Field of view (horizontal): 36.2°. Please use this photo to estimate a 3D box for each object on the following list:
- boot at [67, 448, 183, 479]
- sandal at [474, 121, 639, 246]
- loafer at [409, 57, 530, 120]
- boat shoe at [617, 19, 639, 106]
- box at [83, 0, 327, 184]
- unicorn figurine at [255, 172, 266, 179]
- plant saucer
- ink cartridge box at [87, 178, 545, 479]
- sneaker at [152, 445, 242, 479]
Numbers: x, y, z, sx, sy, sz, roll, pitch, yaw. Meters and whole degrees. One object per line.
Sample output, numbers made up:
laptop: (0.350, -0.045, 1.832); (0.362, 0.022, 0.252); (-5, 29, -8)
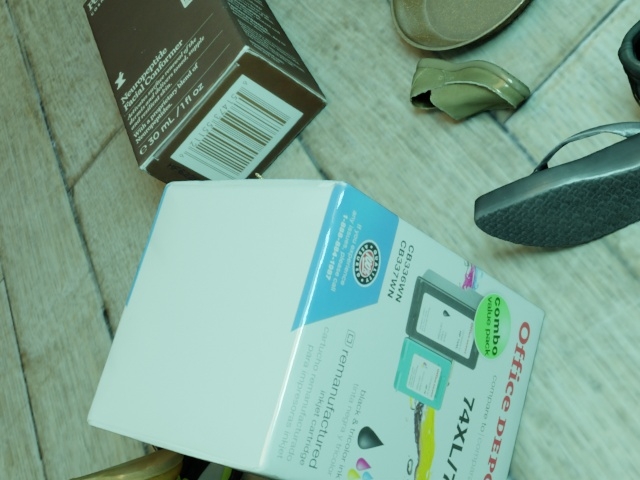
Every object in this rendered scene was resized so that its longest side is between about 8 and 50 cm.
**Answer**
boot: (-0.171, 0.313, 0.899); (0.295, 0.104, 0.211); (-35, 71, 54)
sandal: (0.240, -0.059, 0.755); (0.255, 0.097, 0.054); (-22, 55, 23)
loafer: (0.138, -0.139, 0.925); (0.148, 0.056, 0.050); (22, 86, 58)
boat shoe: (0.363, -0.194, 0.681); (0.340, 0.113, 0.127); (-26, 52, 33)
box: (-0.156, -0.236, 1.207); (0.191, 0.143, 0.381); (-46, 42, 18)
unicorn figurine: (0.000, 0.000, 0.991); (0.162, 0.060, 0.111); (7, 73, 30)
plant saucer: (0.158, -0.272, 0.987); (0.199, 0.036, 0.198); (-22, 55, 35)
ink cartridge box: (0.008, 0.095, 0.763); (0.197, 0.270, 0.198); (3, 71, 44)
sneaker: (-0.142, 0.157, 1.009); (0.084, 0.097, 0.234); (-43, 45, 20)
